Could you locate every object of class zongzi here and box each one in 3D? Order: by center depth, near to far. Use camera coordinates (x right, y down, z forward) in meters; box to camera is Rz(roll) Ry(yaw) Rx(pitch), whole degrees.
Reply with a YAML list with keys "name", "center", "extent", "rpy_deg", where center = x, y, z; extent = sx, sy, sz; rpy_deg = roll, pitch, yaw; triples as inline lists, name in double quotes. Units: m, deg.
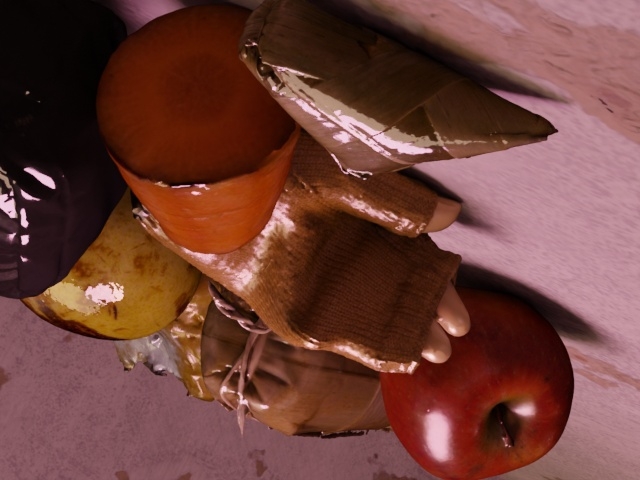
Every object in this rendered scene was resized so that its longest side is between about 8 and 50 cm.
- name: "zongzi"
  center: [0.046, -0.107, 0.869]
  extent: [0.176, 0.079, 0.160]
  rpy_deg: [1, 153, 46]
- name: "zongzi"
  center: [-0.119, 0.096, 1.664]
  extent: [0.466, 0.218, 0.500]
  rpy_deg: [18, -176, 33]

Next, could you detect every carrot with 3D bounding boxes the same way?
- name: "carrot"
  center: [-0.083, -0.059, 1.043]
  extent: [0.159, 0.159, 0.225]
  rpy_deg: [24, 155, 16]

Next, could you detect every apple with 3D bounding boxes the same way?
- name: "apple"
  center: [0.172, 0.154, 1.494]
  extent: [0.230, 0.230, 0.230]
  rpy_deg: [26, 170, 5]

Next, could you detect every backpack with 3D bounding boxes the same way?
- name: "backpack"
  center: [-0.368, -0.155, 1.127]
  extent: [0.445, 0.255, 0.363]
  rpy_deg: [27, 153, 1]

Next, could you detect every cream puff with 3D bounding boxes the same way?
- name: "cream puff"
  center: [-0.222, 0.107, 2.308]
  extent: [0.323, 0.270, 0.274]
  rpy_deg: [20, 134, 31]

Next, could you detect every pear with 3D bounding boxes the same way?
- name: "pear"
  center: [-0.293, 0.009, 1.758]
  extent: [0.283, 0.284, 0.283]
  rpy_deg: [26, 170, 5]

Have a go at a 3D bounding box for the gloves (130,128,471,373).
- name: "gloves"
  center: [-0.006, -0.008, 1.233]
  extent: [0.356, 0.203, 0.155]
  rpy_deg: [33, -168, -4]
